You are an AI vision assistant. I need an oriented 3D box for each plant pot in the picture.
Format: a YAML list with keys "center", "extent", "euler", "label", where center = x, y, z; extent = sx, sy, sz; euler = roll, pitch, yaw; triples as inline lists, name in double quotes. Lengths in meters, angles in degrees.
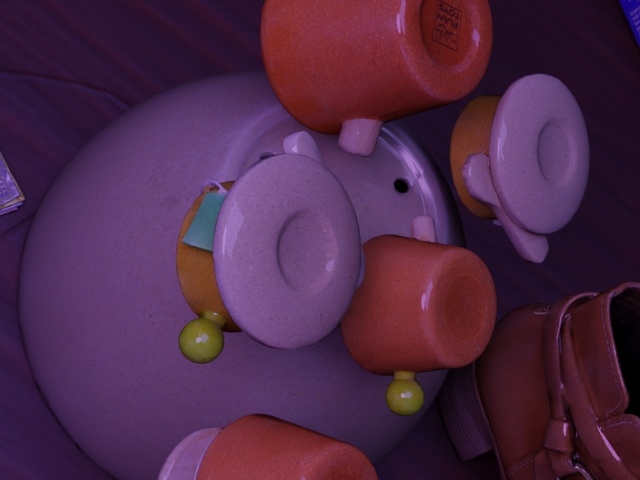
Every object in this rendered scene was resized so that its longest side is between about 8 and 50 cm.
- center: [-0.025, 0.013, 0.812]
  extent: [0.284, 0.191, 0.284]
  euler: [7, 70, -19]
  label: "plant pot"

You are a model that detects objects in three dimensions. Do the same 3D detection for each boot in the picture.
- center: [0.196, 0.162, 0.829]
  extent: [0.109, 0.220, 0.283]
  euler: [-21, 81, -26]
  label: "boot"

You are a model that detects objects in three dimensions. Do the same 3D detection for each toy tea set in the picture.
- center: [0.000, 0.000, 0.677]
  extent: [0.200, 0.124, 0.336]
  euler: [54, 54, -31]
  label: "toy tea set"

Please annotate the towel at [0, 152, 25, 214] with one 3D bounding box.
- center: [-0.233, -0.036, 0.847]
  extent: [0.083, 0.009, 0.060]
  euler: [-21, 82, -26]
  label: "towel"

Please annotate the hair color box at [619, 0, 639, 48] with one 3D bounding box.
- center: [0.334, -0.225, 1.082]
  extent: [0.185, 0.110, 0.338]
  euler: [-16, 80, -24]
  label: "hair color box"
